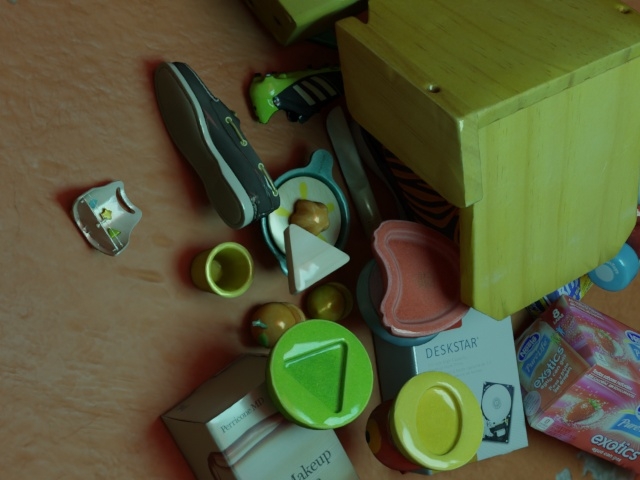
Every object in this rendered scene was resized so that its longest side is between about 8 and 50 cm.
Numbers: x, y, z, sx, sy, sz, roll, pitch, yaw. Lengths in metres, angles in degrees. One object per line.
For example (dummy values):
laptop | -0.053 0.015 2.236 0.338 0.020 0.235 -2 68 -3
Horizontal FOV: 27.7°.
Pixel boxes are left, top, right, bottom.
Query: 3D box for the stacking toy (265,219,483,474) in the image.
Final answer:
stacking toy | 0.051 0.132 1.615 0.280 0.130 0.308 11 67 -19

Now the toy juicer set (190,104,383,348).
toy juicer set | 0.000 0.000 1.687 0.329 0.089 0.209 -49 112 -25

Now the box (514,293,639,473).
box | 0.432 0.219 1.889 0.300 0.154 0.142 26 119 -28

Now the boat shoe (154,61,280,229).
boat shoe | -0.128 -0.124 1.602 0.069 0.081 0.227 -25 84 -34

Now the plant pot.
plant pot | -0.014 -0.364 1.622 0.187 0.212 0.212 -40 94 -8

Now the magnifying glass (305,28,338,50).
magnifying glass | 0.030 -0.276 1.760 0.231 0.026 0.092 41 67 -25

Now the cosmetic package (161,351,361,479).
cosmetic package | -0.048 0.302 1.615 0.153 0.129 0.296 -37 106 -28

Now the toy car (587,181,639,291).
toy car | 0.434 -0.095 1.853 0.219 0.210 0.238 -38 150 -37

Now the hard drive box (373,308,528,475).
hard drive box | 0.178 0.188 1.791 0.181 0.089 0.232 -10 92 -33

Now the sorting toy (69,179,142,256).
sorting toy | -0.252 -0.033 1.558 0.075 0.045 0.083 -42 109 -35

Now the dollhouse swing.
dollhouse swing | 0.223 -0.135 1.644 0.347 0.315 0.305 -26 142 -29

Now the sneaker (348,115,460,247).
sneaker | 0.183 -0.072 1.754 0.321 0.180 0.124 47 65 -22

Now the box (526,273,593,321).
box | 0.373 0.050 1.945 0.169 0.054 0.059 -45 110 -26

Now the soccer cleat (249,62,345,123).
soccer cleat | -0.011 -0.194 1.714 0.179 0.060 0.072 -12 104 -26
